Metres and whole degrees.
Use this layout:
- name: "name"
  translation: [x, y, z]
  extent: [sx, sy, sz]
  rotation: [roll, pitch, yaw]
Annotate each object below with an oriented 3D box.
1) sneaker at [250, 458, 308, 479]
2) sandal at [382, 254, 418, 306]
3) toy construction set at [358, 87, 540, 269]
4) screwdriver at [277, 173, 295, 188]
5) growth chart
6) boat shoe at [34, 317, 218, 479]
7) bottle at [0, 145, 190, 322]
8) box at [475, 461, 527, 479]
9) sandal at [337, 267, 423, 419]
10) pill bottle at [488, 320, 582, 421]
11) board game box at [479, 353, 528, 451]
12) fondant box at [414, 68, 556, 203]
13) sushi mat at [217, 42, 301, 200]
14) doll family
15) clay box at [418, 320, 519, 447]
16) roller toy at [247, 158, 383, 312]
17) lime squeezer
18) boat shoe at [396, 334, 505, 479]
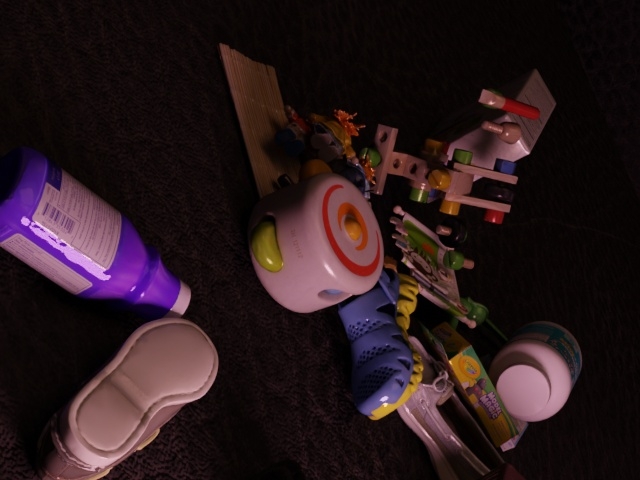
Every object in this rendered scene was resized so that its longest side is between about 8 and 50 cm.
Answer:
- name: "sneaker"
  translation: [-0.003, 0.381, 1.441]
  extent: [0.130, 0.109, 0.286]
  rotation: [61, -1, -27]
- name: "sandal"
  translation: [0.120, 0.060, 2.053]
  extent: [0.180, 0.049, 0.072]
  rotation: [41, 35, -33]
- name: "toy construction set"
  translation: [0.215, -0.152, 2.139]
  extent: [0.237, 0.309, 0.257]
  rotation: [13, 33, -36]
- name: "screwdriver"
  translation: [-0.017, -0.036, 1.912]
  extent: [0.170, 0.024, 0.025]
  rotation: [56, 1, -22]
- name: "growth chart"
  translation: [0.198, 0.043, 2.172]
  extent: [0.172, 0.021, 0.237]
  rotation: [31, 31, -28]
- name: "boat shoe"
  translation: [-0.218, 0.179, 1.367]
  extent: [0.109, 0.091, 0.305]
  rotation: [49, 28, 0]
- name: "bottle"
  translation: [-0.274, 0.008, 1.418]
  extent: [0.283, 0.092, 0.118]
  rotation: [39, 37, -35]
- name: "box"
  translation: [0.254, 0.476, 1.770]
  extent: [0.168, 0.167, 0.203]
  rotation: [47, 30, -9]
- name: "sandal"
  translation: [0.075, 0.141, 1.854]
  extent: [0.138, 0.126, 0.317]
  rotation: [41, 27, -28]
- name: "pill bottle"
  translation: [0.384, 0.238, 2.151]
  extent: [0.146, 0.146, 0.264]
  rotation: [63, 20, 1]
- name: "board game box"
  translation: [0.323, 0.297, 2.203]
  extent: [0.154, 0.026, 0.103]
  rotation: [61, 28, -2]
- name: "fondant box"
  translation: [0.331, -0.217, 2.437]
  extent: [0.096, 0.238, 0.330]
  rotation: [58, 29, -9]
- name: "sushi mat"
  translation: [-0.084, -0.170, 1.955]
  extent: [0.151, 0.019, 0.317]
  rotation: [14, 55, -53]
- name: "doll family"
  translation: [0.037, -0.122, 1.974]
  extent: [0.263, 0.118, 0.163]
  rotation: [63, 18, -11]
- name: "clay box"
  translation: [0.248, 0.231, 2.025]
  extent: [0.222, 0.053, 0.127]
  rotation: [61, -6, -21]
- name: "roller toy"
  translation: [0.000, 0.000, 1.793]
  extent: [0.191, 0.146, 0.209]
  rotation: [52, 36, -25]
- name: "lime squeezer"
  translation: [0.283, 0.155, 2.220]
  extent: [0.310, 0.059, 0.110]
  rotation: [4, 51, -58]
- name: "boat shoe"
  translation: [0.208, 0.287, 1.945]
  extent: [0.320, 0.103, 0.118]
  rotation: [63, 28, 4]
